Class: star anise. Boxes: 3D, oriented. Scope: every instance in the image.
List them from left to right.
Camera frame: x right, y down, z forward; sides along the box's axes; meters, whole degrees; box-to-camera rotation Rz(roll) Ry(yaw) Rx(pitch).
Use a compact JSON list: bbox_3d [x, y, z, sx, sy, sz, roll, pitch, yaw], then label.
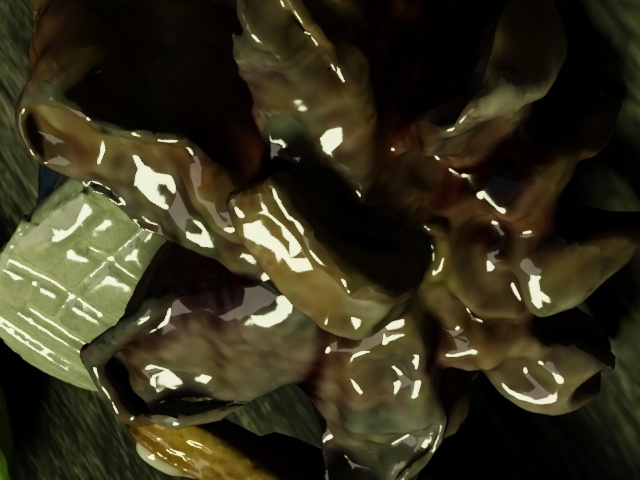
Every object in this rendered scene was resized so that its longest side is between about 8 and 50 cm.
[{"bbox_3d":[-0.004,-0.005,0.601,0.220,0.099,0.214,39,122,-16],"label":"star anise"}]

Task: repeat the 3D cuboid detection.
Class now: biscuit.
[{"bbox_3d":[0.021,0.115,0.688,0.205,0.138,0.031,26,91,44],"label":"biscuit"}]

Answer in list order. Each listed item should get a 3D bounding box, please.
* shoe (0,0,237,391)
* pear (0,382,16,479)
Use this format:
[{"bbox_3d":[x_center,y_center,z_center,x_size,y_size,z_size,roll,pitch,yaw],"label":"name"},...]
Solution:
[{"bbox_3d":[-0.039,-0.048,0.712,0.099,0.125,0.227,33,120,-12],"label":"shoe"},{"bbox_3d":[-0.237,0.064,1.015,0.239,0.139,0.288,32,132,19],"label":"pear"}]
